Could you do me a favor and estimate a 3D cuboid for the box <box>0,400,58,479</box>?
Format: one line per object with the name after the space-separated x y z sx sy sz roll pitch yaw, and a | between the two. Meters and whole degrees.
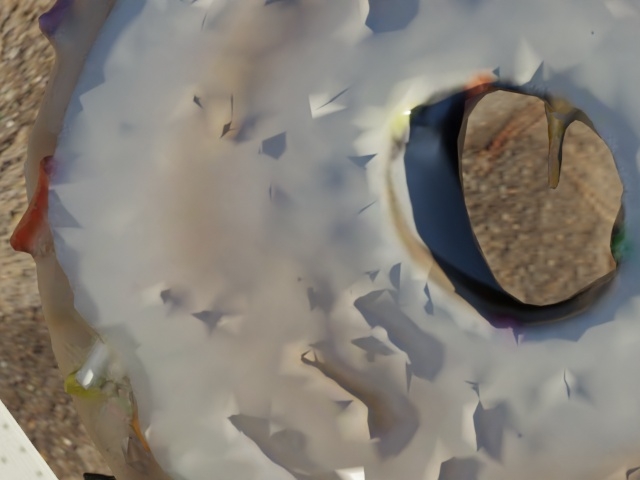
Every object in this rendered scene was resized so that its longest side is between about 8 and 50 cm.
-0.111 0.200 0.464 0.330 0.210 0.095 53 33 8 | box

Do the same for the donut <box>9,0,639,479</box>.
0.071 -0.013 0.628 0.382 0.142 0.383 0 86 2 | donut

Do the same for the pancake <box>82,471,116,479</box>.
-0.260 0.341 1.890 0.184 0.190 0.020 -10 123 -33 | pancake
